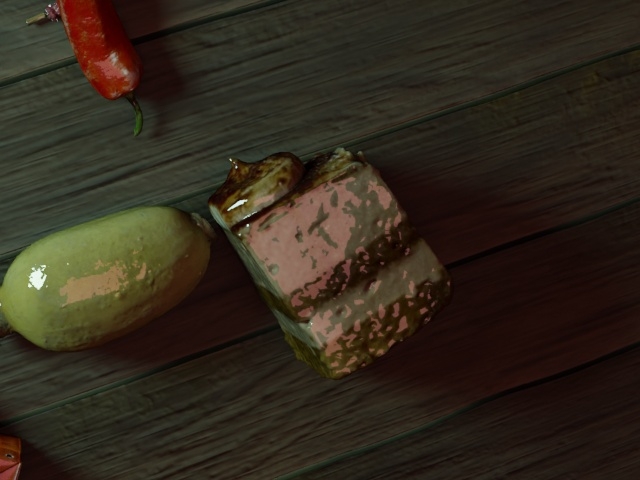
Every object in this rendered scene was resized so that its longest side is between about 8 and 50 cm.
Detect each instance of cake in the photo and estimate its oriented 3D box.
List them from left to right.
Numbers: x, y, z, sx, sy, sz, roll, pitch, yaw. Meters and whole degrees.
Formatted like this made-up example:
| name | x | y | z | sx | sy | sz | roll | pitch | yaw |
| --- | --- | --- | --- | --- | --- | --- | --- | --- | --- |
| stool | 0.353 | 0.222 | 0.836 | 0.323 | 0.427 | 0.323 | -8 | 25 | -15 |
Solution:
| name | x | y | z | sx | sy | sz | roll | pitch | yaw |
| --- | --- | --- | --- | --- | --- | --- | --- | --- | --- |
| cake | 0.000 | 0.000 | 1.553 | 0.199 | 0.196 | 0.293 | -35 | 102 | -8 |

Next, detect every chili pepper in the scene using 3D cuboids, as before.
| name | x | y | z | sx | sy | sz | roll | pitch | yaw |
| --- | --- | --- | --- | --- | --- | --- | --- | --- | --- |
| chili pepper | -0.259 | -0.243 | 1.490 | 0.071 | 0.063 | 0.272 | -26 | 120 | -13 |

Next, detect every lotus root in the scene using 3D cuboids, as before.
| name | x | y | z | sx | sy | sz | roll | pitch | yaw |
| --- | --- | --- | --- | --- | --- | --- | --- | --- | --- |
| lotus root | -0.262 | 0.048 | 1.520 | 0.303 | 0.131 | 0.146 | -22 | 104 | -9 |

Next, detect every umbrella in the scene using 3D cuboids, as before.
| name | x | y | z | sx | sy | sz | roll | pitch | yaw |
| --- | --- | --- | --- | --- | --- | --- | --- | --- | --- |
| umbrella | -0.271 | -0.290 | 1.512 | 0.165 | 0.025 | 0.027 | -27 | 84 | -10 |

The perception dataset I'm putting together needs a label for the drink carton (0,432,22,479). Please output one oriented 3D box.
| name | x | y | z | sx | sy | sz | roll | pitch | yaw |
| --- | --- | --- | --- | --- | --- | --- | --- | --- | --- |
| drink carton | -0.425 | 0.349 | 1.555 | 0.071 | 0.096 | 0.223 | 15 | 97 | -16 |
